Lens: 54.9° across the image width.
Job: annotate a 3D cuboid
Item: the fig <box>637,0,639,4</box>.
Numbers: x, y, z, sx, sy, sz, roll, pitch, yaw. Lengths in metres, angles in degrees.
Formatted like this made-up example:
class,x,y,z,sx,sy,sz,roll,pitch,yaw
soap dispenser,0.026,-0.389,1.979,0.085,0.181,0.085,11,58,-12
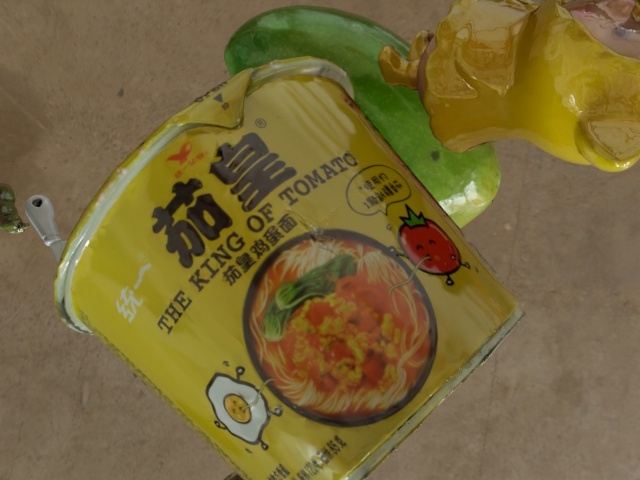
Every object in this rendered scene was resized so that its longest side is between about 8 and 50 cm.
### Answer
class,x,y,z,sx,sy,sz,roll,pitch,yaw
fig,0.320,-0.270,0.514,0.195,0.195,0.245,-38,112,-12

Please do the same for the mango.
class,x,y,z,sx,sy,sz,roll,pitch,yaw
mango,0.053,-0.137,0.752,0.381,0.225,0.201,31,65,-24

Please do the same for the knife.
class,x,y,z,sx,sy,sz,roll,pitch,yaw
knife,-0.684,0.023,1.633,0.080,0.044,0.331,-26,80,-27

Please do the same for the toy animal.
class,x,y,z,sx,sy,sz,roll,pitch,yaw
toy animal,0.160,-0.126,0.483,0.156,0.229,0.156,-32,134,-40

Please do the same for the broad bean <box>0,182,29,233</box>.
class,x,y,z,sx,sy,sz,roll,pitch,yaw
broad bean,-0.704,-0.068,1.381,0.065,0.254,0.046,-43,134,-7

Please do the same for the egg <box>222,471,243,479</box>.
class,x,y,z,sx,sy,sz,roll,pitch,yaw
egg,-0.135,0.544,1.179,0.169,0.169,0.231,-3,115,-20

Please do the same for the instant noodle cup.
class,x,y,z,sx,sy,sz,roll,pitch,yaw
instant noodle cup,-0.010,0.054,0.519,0.325,0.326,0.254,-40,75,-12
